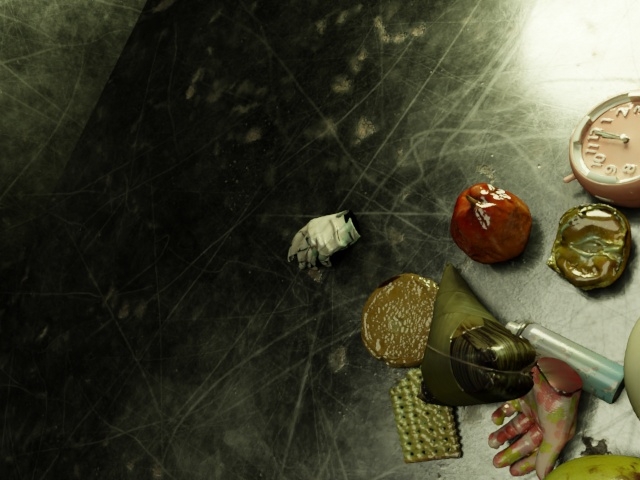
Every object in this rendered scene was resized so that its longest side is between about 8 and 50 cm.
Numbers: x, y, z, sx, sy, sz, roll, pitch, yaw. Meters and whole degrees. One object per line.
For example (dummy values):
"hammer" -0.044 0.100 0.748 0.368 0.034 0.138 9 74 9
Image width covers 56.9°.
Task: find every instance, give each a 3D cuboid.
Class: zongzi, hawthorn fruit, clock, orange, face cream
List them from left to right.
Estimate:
"zongzi" 0.297 0.152 1.134 0.289 0.154 0.318 131 144 -65
"hawthorn fruit" 0.352 -0.032 1.227 0.173 0.179 0.173 -1 85 9
"face cream" 0.461 0.222 1.131 0.229 0.075 0.075 28 91 37
"orange" 0.524 0.011 1.136 0.170 0.112 0.160 -39 66 45
"clock" 0.602 -0.172 1.138 0.241 0.142 0.227 27 90 46

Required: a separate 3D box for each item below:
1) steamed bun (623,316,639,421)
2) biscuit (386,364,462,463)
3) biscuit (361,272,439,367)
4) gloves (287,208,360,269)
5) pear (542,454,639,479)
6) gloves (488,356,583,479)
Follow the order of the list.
"steamed bun" 0.652 0.209 0.927 0.324 0.206 0.324 -11 69 32
"biscuit" 0.218 0.370 1.266 0.144 0.016 0.203 -20 72 27
"biscuit" 0.193 0.183 1.341 0.226 0.042 0.226 -9 71 29
"gloves" -0.003 0.000 1.496 0.212 0.111 0.127 -26 67 16
"pear" 0.464 0.482 0.931 0.283 0.283 0.284 -11 69 31
"gloves" 0.407 0.344 1.101 0.145 0.126 0.241 35 132 39
